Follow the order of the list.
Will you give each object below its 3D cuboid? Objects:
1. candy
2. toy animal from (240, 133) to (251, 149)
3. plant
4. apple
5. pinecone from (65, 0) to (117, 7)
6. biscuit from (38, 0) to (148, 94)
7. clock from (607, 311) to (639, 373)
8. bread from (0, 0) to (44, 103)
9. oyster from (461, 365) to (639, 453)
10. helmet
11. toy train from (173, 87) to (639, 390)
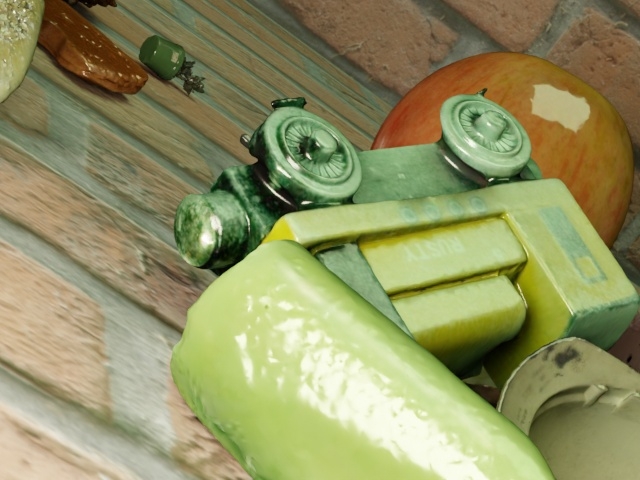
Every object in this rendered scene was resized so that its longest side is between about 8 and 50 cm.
[{"bbox_3d":[0.050,0.143,1.004,0.343,0.142,0.132,43,4,23],"label":"candy"},{"bbox_3d":[0.027,-0.032,1.815,0.269,0.082,0.137,42,11,19],"label":"toy animal"},{"bbox_3d":[-0.187,-0.228,2.031,0.102,0.051,0.051,31,12,-39],"label":"plant"},{"bbox_3d":[0.254,-0.088,2.135,0.364,0.364,0.364,36,11,-8],"label":"apple"},{"bbox_3d":[-0.300,-0.389,2.042,0.173,0.173,0.173,36,11,-8],"label":"pinecone"},{"bbox_3d":[-0.294,-0.226,1.715,0.192,0.036,0.186,40,13,12],"label":"biscuit"},{"bbox_3d":[0.392,0.133,1.808,0.080,0.275,0.290,32,8,-7],"label":"clock"},{"bbox_3d":[-0.315,-0.204,1.143,0.267,0.040,0.267,20,56,-34],"label":"bread"},{"bbox_3d":[0.211,0.158,1.430,0.361,0.096,0.221,16,17,15],"label":"oyster"},{"bbox_3d":[0.221,0.217,1.245,0.257,0.137,0.204,42,51,4],"label":"helmet"},{"bbox_3d":[0.074,0.014,1.278,0.397,0.160,0.253,-9,59,-41],"label":"toy train"}]
